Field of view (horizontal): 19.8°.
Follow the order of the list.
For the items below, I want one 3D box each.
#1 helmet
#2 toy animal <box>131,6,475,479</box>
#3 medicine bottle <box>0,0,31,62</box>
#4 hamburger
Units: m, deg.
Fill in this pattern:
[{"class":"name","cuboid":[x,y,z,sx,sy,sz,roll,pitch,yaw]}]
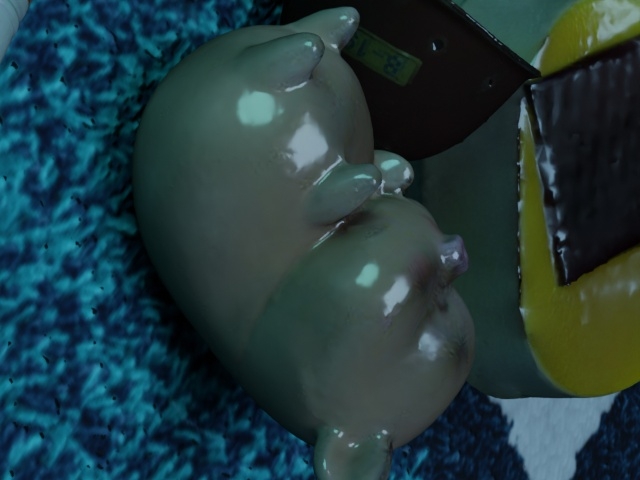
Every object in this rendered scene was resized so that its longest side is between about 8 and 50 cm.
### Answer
[{"class":"helmet","cuboid":[0.030,-0.110,1.080,0.106,0.175,0.155,-52,178,7]},{"class":"toy animal","cuboid":[-0.009,0.006,0.999,0.250,0.154,0.166,64,30,-8]},{"class":"medicine bottle","cuboid":[-0.160,-0.126,0.858,0.057,0.057,0.089,48,54,-45]},{"class":"hamburger","cuboid":[0.149,-0.037,1.231,0.227,0.151,0.295,-8,105,-39]}]
